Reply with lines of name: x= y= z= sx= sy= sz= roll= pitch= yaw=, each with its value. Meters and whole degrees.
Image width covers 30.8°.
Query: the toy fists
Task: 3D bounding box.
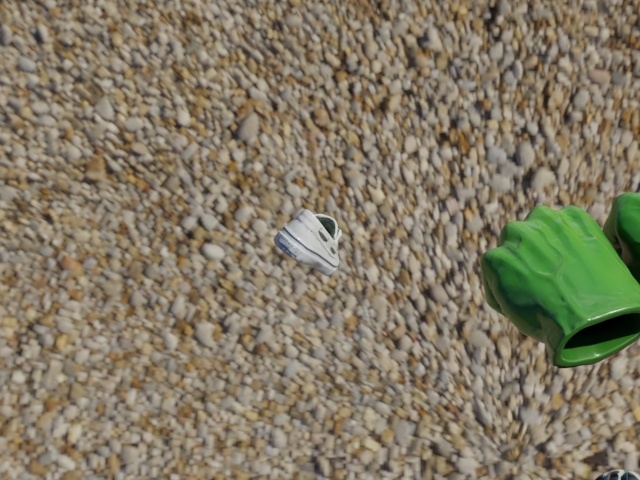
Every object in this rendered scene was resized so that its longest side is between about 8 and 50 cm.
toy fists: x=0.276 y=0.026 z=1.061 sx=0.279 sy=0.096 sz=0.142 roll=-12 pitch=51 yaw=-23

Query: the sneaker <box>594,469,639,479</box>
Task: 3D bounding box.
sneaker: x=0.363 y=0.393 z=1.332 sx=0.107 sy=0.110 sz=0.275 roll=-9 pitch=93 yaw=40

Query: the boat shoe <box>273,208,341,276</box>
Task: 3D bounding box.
boat shoe: x=0.000 y=0.000 z=1.736 sx=0.083 sy=0.226 sz=0.076 roll=42 pitch=96 yaw=10
